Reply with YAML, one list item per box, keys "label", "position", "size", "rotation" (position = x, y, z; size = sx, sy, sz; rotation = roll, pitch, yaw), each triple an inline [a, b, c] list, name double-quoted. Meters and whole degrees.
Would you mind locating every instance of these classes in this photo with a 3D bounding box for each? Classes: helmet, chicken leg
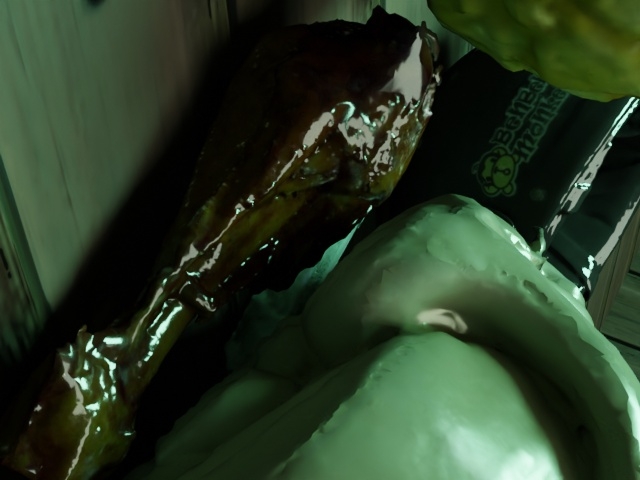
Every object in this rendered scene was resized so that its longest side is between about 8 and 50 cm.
- label: "helmet"
  position: [0.134, -0.043, 1.012]
  size: [0.279, 0.160, 0.230]
  rotation: [-50, 159, -7]
- label: "chicken leg"
  position: [-0.048, -0.004, 0.657]
  size: [0.304, 0.093, 0.113]
  rotation: [-48, 150, -32]

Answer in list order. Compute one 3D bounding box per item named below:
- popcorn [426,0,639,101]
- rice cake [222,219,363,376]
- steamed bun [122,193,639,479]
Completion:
- label: "popcorn"
  position: [0.153, -0.208, 0.682]
  size: [0.282, 0.247, 0.282]
  rotation: [14, 73, -55]
- label: "rice cake"
  position: [0.000, 0.000, 0.870]
  size: [0.211, 0.034, 0.043]
  rotation: [-61, 158, -20]
- label: "steamed bun"
  position: [0.045, 0.162, 0.720]
  size: [0.342, 0.255, 0.367]
  rotation: [-49, 169, -3]
